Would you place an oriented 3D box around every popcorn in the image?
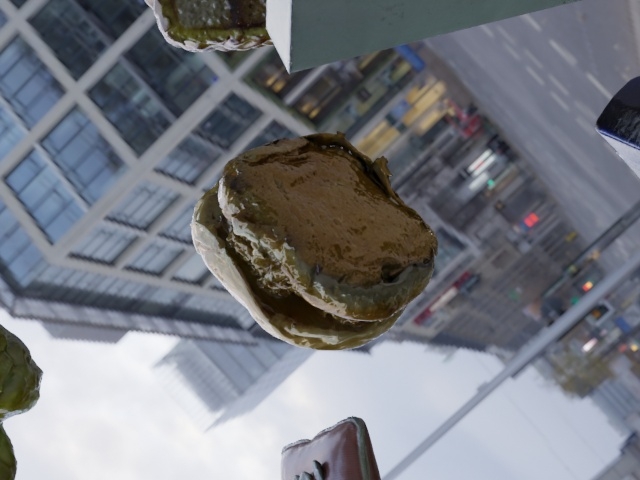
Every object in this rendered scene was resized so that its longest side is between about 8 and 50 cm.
[{"bbox_3d":[-0.372,0.156,1.062,0.198,0.198,0.212,-81,-25,-79],"label":"popcorn"}]

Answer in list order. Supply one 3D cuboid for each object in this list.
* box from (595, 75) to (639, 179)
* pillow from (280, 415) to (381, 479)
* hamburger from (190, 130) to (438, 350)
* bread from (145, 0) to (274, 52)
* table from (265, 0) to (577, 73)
[{"bbox_3d":[0.372,-0.029,0.947,0.259,0.071,0.168,41,-178,-30],"label":"box"},{"bbox_3d":[0.010,0.287,1.120,0.075,0.171,0.179,-1,-112,-32],"label":"pillow"},{"bbox_3d":[0.000,0.000,1.374,0.319,0.158,0.318,16,-136,-16],"label":"hamburger"},{"bbox_3d":[-0.111,-0.309,1.137,0.096,0.181,0.222,-145,42,-79],"label":"bread"},{"bbox_3d":[0.076,-0.202,0.618,0.121,0.240,0.111,97,153,-55],"label":"table"}]
